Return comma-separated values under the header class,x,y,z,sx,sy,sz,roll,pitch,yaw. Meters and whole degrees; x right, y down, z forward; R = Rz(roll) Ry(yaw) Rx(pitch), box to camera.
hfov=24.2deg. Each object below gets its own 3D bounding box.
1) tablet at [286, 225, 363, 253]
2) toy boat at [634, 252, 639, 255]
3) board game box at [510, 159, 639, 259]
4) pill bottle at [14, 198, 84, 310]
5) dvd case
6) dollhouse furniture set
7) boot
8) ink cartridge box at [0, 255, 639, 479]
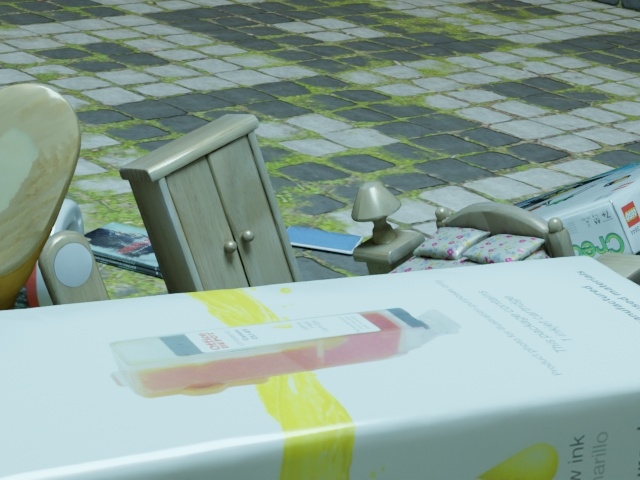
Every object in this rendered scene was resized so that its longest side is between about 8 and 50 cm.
class,x,y,z,sx,sy,sz,roll,pitch,yaw
tablet,0.000,0.000,1.598,0.083,0.006,0.054,8,20,13
toy boat,0.361,0.038,1.335,0.267,0.148,0.318,12,16,20
board game box,0.208,-0.008,1.342,0.193,0.053,0.305,-26,4,-40
pill bottle,-0.322,0.005,1.361,0.193,0.108,0.108,6,20,6
dvd case,-0.187,0.008,1.523,0.119,0.013,0.087,15,22,24
dollhouse furniture set,0.004,0.015,1.094,0.303,0.174,0.355,-31,23,-34
boot,-0.252,0.005,1.098,0.104,0.295,0.211,35,10,0
ink cartridge box,-0.009,0.175,0.703,0.384,0.279,0.160,-5,23,-24
